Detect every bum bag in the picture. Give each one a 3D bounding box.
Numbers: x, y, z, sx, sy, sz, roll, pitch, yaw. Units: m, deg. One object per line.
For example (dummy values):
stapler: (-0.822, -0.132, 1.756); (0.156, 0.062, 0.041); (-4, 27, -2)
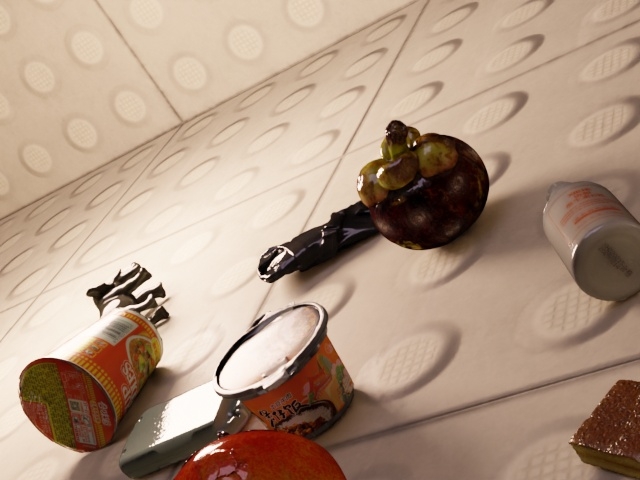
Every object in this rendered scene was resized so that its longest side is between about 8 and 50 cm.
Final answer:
bum bag: (0.000, 0.000, 1.829); (0.248, 0.060, 0.123); (-33, 19, 3)

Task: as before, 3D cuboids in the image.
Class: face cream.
face cream: (0.330, -0.020, 1.298); (0.101, 0.101, 0.252); (-31, 20, 10)

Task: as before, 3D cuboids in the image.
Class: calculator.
calculator: (-0.200, 0.272, 1.546); (0.246, 0.045, 0.141); (-26, 22, 23)

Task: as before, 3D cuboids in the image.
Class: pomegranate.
pomegranate: (-0.054, 0.298, 1.037); (0.210, 0.210, 0.235); (-38, 45, -9)

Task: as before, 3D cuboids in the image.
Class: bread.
bread: (0.299, 0.179, 0.992); (0.094, 0.035, 0.090); (-44, 22, -25)

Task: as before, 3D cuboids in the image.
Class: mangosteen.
mangosteen: (0.150, -0.095, 1.585); (0.192, 0.217, 0.192); (-27, 28, 16)

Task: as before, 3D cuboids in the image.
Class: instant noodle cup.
instant noodle cup: (-0.037, 0.184, 1.373); (0.177, 0.125, 0.208); (-27, 21, 18)
instant noodle cup: (-0.376, 0.222, 1.775); (0.193, 0.193, 0.212); (-22, 16, 31)

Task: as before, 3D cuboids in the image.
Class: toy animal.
toy animal: (-0.391, 0.119, 2.092); (0.146, 0.114, 0.245); (-32, 20, 5)
